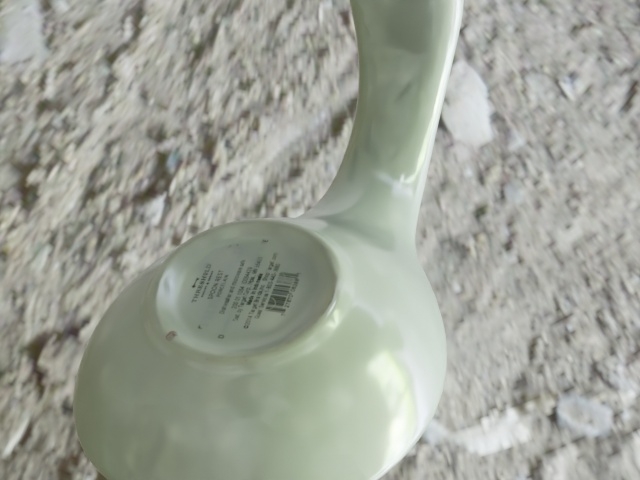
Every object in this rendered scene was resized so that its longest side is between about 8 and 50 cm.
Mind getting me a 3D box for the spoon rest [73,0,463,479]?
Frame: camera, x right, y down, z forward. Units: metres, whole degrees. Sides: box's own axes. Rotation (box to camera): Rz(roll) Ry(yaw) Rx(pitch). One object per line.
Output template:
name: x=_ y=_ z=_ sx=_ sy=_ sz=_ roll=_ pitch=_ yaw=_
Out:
spoon rest: x=0.000 y=0.000 z=0.688 sx=0.137 sy=0.276 sz=0.084 roll=8 pitch=138 yaw=19
